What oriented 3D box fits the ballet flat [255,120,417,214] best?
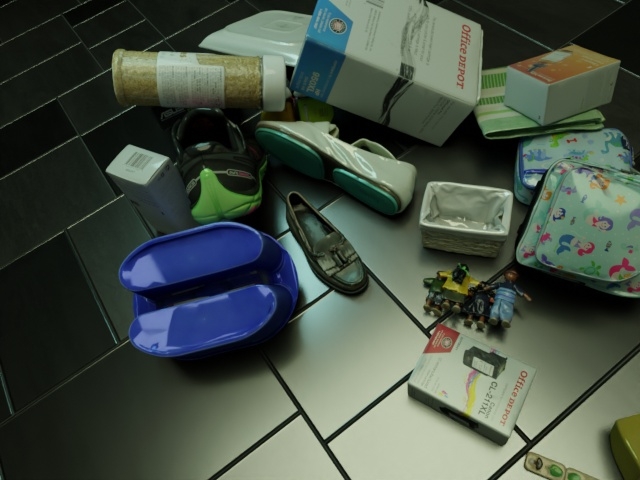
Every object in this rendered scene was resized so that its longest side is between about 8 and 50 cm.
[{"bbox_3d":[0.040,-0.194,1.095,0.401,0.139,0.139,29,67,17],"label":"ballet flat"}]

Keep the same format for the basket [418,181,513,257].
[{"bbox_3d":[0.290,-0.039,0.966,0.168,0.103,0.113,9,60,17],"label":"basket"}]

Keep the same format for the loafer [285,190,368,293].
[{"bbox_3d":[0.000,0.000,1.007,0.096,0.084,0.267,-34,58,-11],"label":"loafer"}]

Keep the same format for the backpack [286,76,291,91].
[{"bbox_3d":[-0.136,-0.427,1.301,0.114,0.105,0.084,37,93,31],"label":"backpack"}]

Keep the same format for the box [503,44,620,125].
[{"bbox_3d":[0.498,-0.327,0.999,0.171,0.090,0.130,-20,41,-10],"label":"box"}]

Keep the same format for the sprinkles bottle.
[{"bbox_3d":[-0.255,-0.346,1.041,0.356,0.121,0.121,-1,56,-9],"label":"sprinkles bottle"}]

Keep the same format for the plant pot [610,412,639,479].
[{"bbox_3d":[0.487,0.310,0.719,0.081,0.081,0.083,-16,45,0],"label":"plant pot"}]

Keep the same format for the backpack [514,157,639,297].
[{"bbox_3d":[0.502,-0.018,0.845,0.254,0.191,0.224,21,101,15],"label":"backpack"}]

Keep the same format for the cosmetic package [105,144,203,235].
[{"bbox_3d":[-0.348,-0.094,1.047,0.118,0.231,0.085,20,63,23],"label":"cosmetic package"}]

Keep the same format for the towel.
[{"bbox_3d":[0.471,-0.332,1.110,0.248,0.038,0.324,-5,41,7],"label":"towel"}]

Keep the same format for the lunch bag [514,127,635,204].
[{"bbox_3d":[0.526,-0.149,1.002,0.219,0.090,0.175,7,62,16],"label":"lunch bag"}]

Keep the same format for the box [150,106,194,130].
[{"bbox_3d":[-0.316,-0.360,1.232,0.217,0.060,0.270,-26,21,-5],"label":"box"}]

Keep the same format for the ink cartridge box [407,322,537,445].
[{"bbox_3d":[0.254,0.240,0.810,0.175,0.072,0.127,23,64,24],"label":"ink cartridge box"}]

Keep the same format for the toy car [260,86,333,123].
[{"bbox_3d":[-0.056,-0.318,1.206,0.182,0.159,0.136,-8,20,6],"label":"toy car"}]

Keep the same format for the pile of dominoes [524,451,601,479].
[{"bbox_3d":[0.386,0.437,0.678,0.252,0.040,0.195,17,62,21],"label":"pile of dominoes"}]

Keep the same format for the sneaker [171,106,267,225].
[{"bbox_3d":[-0.219,-0.210,1.062,0.186,0.202,0.482,-17,29,-6],"label":"sneaker"}]

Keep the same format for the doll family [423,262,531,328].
[{"bbox_3d":[0.290,0.096,0.901,0.193,0.076,0.111,18,58,16],"label":"doll family"}]

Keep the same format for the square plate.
[{"bbox_3d":[-0.109,-0.591,1.365,0.348,0.049,0.344,20,44,22],"label":"square plate"}]

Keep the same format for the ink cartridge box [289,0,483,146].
[{"bbox_3d":[0.160,-0.431,1.119,0.396,0.166,0.285,19,60,-8],"label":"ink cartridge box"}]

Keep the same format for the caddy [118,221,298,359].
[{"bbox_3d":[-0.215,0.101,0.934,0.342,0.179,0.241,-14,80,2],"label":"caddy"}]
